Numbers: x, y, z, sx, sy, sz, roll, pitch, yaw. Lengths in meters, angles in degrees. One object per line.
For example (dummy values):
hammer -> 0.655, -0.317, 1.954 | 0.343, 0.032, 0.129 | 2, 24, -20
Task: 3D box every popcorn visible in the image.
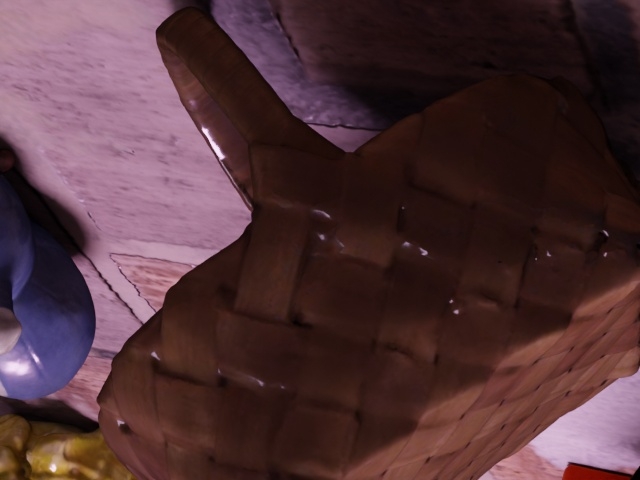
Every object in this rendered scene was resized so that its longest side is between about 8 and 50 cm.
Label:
popcorn -> -0.307, 0.295, 1.896 | 0.256, 0.195, 0.255 | 12, 146, 12

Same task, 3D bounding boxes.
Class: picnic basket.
picnic basket -> 0.000, 0.000, 0.986 | 0.337, 0.337, 0.293 | 13, 162, 13

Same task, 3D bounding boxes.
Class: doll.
doll -> -0.280, 0.027, 1.341 | 0.228, 0.154, 0.258 | 43, 162, 32

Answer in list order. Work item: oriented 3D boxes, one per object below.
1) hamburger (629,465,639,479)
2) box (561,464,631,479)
hamburger -> 0.288, 0.283, 1.314 | 0.176, 0.300, 0.300 | 32, 157, 7
box -> 0.251, 0.311, 1.529 | 0.099, 0.182, 0.133 | 11, 152, 18
